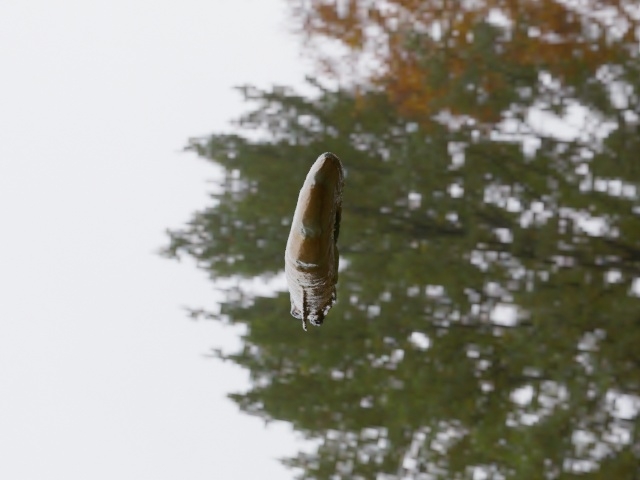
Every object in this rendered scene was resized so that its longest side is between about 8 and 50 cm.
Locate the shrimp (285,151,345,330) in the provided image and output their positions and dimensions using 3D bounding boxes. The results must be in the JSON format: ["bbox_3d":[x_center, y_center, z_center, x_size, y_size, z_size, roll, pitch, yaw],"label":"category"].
[{"bbox_3d":[0.000,0.000,0.673,0.108,0.023,0.059,92,-169,-64],"label":"shrimp"}]
